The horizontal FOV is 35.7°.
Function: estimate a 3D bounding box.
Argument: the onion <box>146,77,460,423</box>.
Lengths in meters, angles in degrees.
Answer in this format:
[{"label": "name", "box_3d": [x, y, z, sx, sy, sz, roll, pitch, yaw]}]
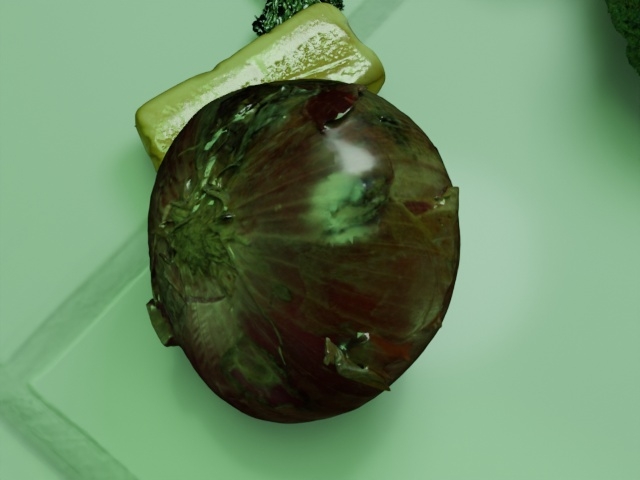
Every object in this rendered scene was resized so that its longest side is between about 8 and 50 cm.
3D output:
[{"label": "onion", "box_3d": [-0.019, 0.010, 0.960, 0.353, 0.354, 0.354, 1, 65, -3]}]

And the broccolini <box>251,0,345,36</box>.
[{"label": "broccolini", "box_3d": [-0.108, -0.329, 1.261, 0.271, 0.062, 0.123, 31, 52, 5]}]

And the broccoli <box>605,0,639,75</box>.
[{"label": "broccoli", "box_3d": [0.488, -0.286, 1.138, 0.413, 0.310, 0.321, -17, 95, -46]}]

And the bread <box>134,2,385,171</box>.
[{"label": "bread", "box_3d": [-0.071, -0.160, 1.168, 0.305, 0.091, 0.142, -33, 72, -16]}]
